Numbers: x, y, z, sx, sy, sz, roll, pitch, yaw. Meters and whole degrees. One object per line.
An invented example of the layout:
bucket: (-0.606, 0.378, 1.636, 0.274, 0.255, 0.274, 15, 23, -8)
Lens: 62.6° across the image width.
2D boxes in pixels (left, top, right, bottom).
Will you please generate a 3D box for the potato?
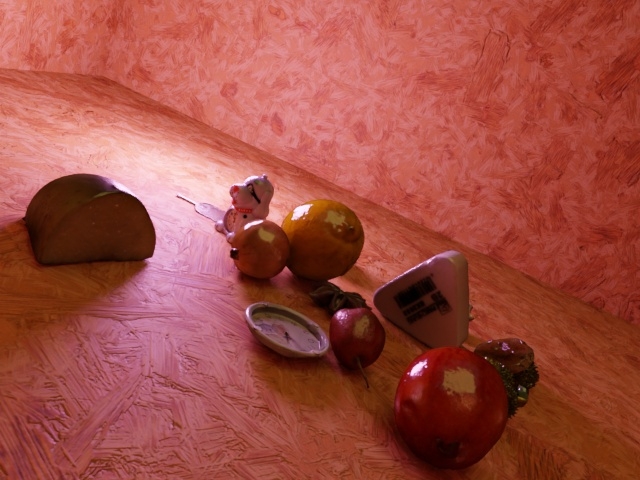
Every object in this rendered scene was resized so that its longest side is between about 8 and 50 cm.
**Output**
potato: (-0.603, -0.095, 1.370, 0.280, 0.212, 0.330, 35, 18, 29)

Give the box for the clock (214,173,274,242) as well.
clock: (-0.249, -0.118, 1.869, 0.189, 0.253, 0.189, 19, 21, -8)

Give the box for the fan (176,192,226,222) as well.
fan: (-0.453, -0.128, 2.019, 0.227, 0.008, 0.152, 26, 18, 1)

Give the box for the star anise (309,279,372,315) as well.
star anise: (0.061, 0.193, 1.667, 0.212, 0.073, 0.197, 23, 13, 4)

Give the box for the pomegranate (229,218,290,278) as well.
pomegranate: (-0.186, 0.028, 1.634, 0.191, 0.191, 0.191, 23, 17, -7)

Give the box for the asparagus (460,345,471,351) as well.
asparagus: (0.440, 0.331, 1.867, 0.248, 0.024, 0.025, 40, -21, 40)

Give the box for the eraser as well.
eraser: (0.377, 0.173, 1.766, 0.331, 0.331, 0.150, 33, 19, 24)

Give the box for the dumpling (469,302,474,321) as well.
dumpling: (0.482, 0.272, 1.963, 0.199, 0.118, 0.136, -5, 37, -5)

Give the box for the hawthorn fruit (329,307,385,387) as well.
hawthorn fruit: (0.092, 0.272, 1.368, 0.163, 0.162, 0.203, 23, 28, -7)

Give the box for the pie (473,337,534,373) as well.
pie: (0.602, 0.383, 1.735, 0.195, 0.046, 0.195, -14, 18, 5)

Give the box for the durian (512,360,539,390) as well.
durian: (0.675, 0.432, 1.779, 0.137, 0.095, 0.221, 33, 13, 24)

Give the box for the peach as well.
peach: (0.292, 0.377, 1.177, 0.281, 0.238, 0.280, 30, 48, -40)

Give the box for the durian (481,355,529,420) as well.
durian: (0.449, 0.410, 1.437, 0.198, 0.159, 0.146, 51, 48, -4)

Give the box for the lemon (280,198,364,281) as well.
lemon: (0.000, 0.000, 1.771, 0.297, 0.297, 0.297, 23, 17, -7)

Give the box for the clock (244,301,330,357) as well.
clock: (-0.091, 0.239, 1.350, 0.237, 0.053, 0.236, 25, 15, -7)
